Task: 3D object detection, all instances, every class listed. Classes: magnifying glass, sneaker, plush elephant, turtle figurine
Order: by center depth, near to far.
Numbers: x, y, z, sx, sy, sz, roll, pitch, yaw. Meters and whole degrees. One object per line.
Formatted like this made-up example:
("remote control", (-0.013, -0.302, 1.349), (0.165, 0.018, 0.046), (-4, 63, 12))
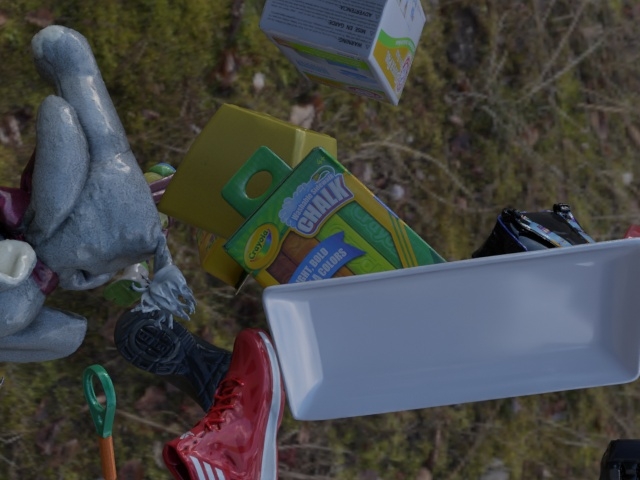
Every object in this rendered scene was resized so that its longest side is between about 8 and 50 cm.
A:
("plush elephant", (-0.308, -0.004, 0.986), (0.256, 0.271, 0.330), (-21, 61, -17))
("sneaker", (-0.116, 0.207, 1.103), (0.128, 0.087, 0.221), (9, 65, -30))
("sneaker", (-0.187, 0.187, 1.404), (0.286, 0.130, 0.109), (41, 80, -17))
("turtle figurine", (-0.348, -0.021, 1.549), (0.266, 0.275, 0.197), (-81, 177, -52))
("magnifying glass", (-0.409, 0.343, 1.750), (0.026, 0.092, 0.230), (-18, 112, -39))

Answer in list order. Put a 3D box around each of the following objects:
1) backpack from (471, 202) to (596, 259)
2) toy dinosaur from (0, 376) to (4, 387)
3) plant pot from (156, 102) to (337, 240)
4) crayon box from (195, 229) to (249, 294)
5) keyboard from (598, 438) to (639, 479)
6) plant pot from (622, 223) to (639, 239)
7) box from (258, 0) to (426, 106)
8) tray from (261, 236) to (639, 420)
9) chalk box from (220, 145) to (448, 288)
("backpack", (0.284, 0.048, 1.119), (0.158, 0.173, 0.116), (-7, 136, -47))
("toy dinosaur", (-0.647, 0.142, 1.697), (0.200, 0.127, 0.295), (14, 97, -45))
("plant pot", (-0.088, -0.096, 1.438), (0.212, 0.212, 0.187), (-1, 112, -67))
("crayon box", (-0.150, -0.038, 1.790), (0.081, 0.318, 0.202), (32, 96, -16))
("keyboard", (0.400, 0.238, 0.786), (0.033, 0.317, 0.201), (-74, 156, -46))
("plant pot", (0.482, 0.095, 1.361), (0.191, 0.174, 0.191), (-55, 164, -24))
("box", (0.030, -0.217, 0.936), (0.203, 0.114, 0.103), (20, 88, -78))
("tray", (0.101, 0.063, 0.689), (0.030, 0.271, 0.145), (-93, 174, -50))
("chalk box", (0.000, 0.000, 1.208), (0.289, 0.179, 0.180), (42, 92, 3))
